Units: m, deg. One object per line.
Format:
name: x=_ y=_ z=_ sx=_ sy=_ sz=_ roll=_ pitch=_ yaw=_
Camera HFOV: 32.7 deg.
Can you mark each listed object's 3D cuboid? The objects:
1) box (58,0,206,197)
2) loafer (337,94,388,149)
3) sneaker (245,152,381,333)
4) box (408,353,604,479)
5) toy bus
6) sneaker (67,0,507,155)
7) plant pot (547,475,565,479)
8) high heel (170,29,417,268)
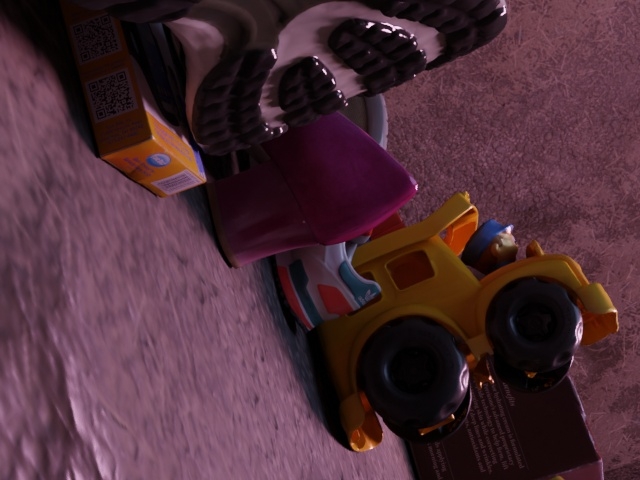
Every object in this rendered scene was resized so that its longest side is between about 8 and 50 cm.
box: x=-0.091 y=-0.093 z=0.497 sx=0.081 sy=0.028 sz=0.136 roll=43 pitch=31 yaw=-76
loafer: x=-0.025 y=-0.100 z=0.771 sx=0.251 sy=0.087 sz=0.094 roll=-117 pitch=-148 yaw=-48
sneaker: x=-0.002 y=-0.016 z=0.793 sx=0.057 sy=0.075 sz=0.161 roll=58 pitch=14 yaw=-63
box: x=0.213 y=0.239 z=1.299 sx=0.167 sy=0.203 sz=0.169 roll=61 pitch=12 yaw=-59
toy bus: x=0.092 y=0.037 z=0.857 sx=0.149 sy=0.220 sz=0.212 roll=61 pitch=5 yaw=-70
sneaker: x=-0.026 y=-0.161 z=0.435 sx=0.410 sy=0.158 sz=0.182 roll=51 pitch=20 yaw=-77
plant pot: x=0.151 y=0.279 z=0.747 sx=0.187 sy=0.212 sz=0.212 roll=60 pitch=3 yaw=18
high heel: x=-0.024 y=-0.101 z=0.675 sx=0.082 sy=0.117 sz=0.244 roll=62 pitch=11 yaw=-53
